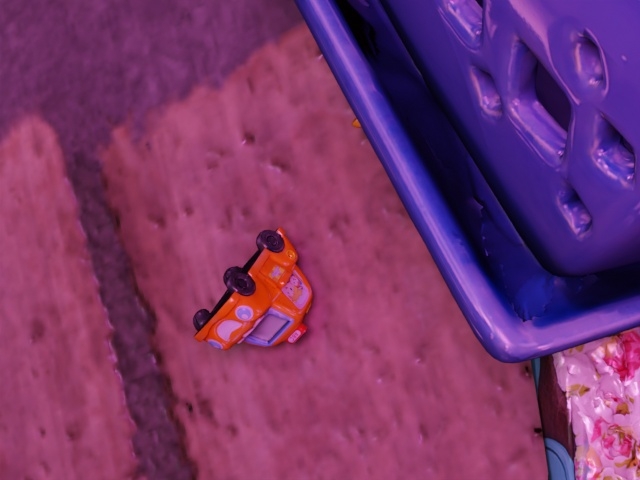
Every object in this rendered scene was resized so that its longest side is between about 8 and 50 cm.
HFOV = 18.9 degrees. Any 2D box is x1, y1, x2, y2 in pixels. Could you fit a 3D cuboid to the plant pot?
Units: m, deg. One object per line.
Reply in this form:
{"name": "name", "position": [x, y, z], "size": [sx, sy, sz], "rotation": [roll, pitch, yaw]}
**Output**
{"name": "plant pot", "position": [0.120, -0.104, 0.602], "size": [0.236, 0.236, 0.212], "rotation": [62, 151, 23]}

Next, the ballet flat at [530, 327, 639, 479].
{"name": "ballet flat", "position": [0.112, 0.063, 0.693], "size": [0.077, 0.091, 0.241], "rotation": [-5, 85, 2]}

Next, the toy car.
{"name": "toy car", "position": [0.000, 0.000, 0.776], "size": [0.040, 0.060, 0.122], "rotation": [40, 113, -5]}
